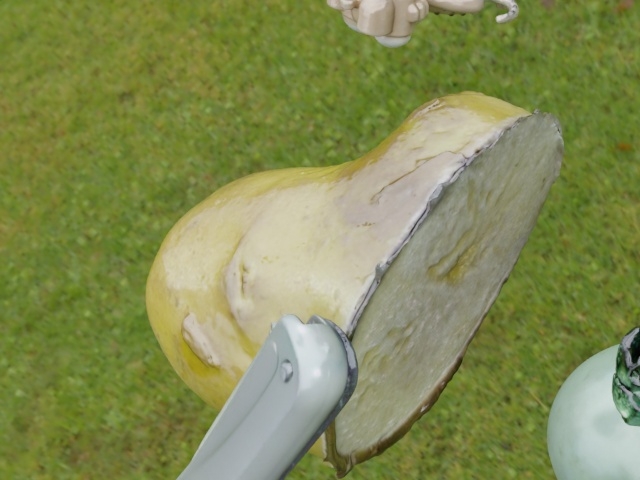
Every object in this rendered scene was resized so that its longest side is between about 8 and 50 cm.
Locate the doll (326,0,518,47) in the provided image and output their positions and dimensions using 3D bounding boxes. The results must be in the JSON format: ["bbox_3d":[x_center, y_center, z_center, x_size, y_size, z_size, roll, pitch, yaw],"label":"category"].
[{"bbox_3d":[0.152,-0.354,1.637,0.278,0.119,0.154,-6,38,-16],"label":"doll"}]

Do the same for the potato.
[{"bbox_3d":[0.000,0.000,1.081,0.296,0.290,0.397,30,106,27],"label":"potato"}]

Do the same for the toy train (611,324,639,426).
[{"bbox_3d":[0.291,0.099,0.581,0.269,0.154,0.115,10,92,0],"label":"toy train"}]

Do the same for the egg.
[{"bbox_3d":[0.452,0.264,1.420,0.276,0.389,0.276,-26,53,40],"label":"egg"}]

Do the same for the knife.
[{"bbox_3d":[-0.055,0.139,0.733,0.265,0.040,0.073,-57,47,38],"label":"knife"}]
